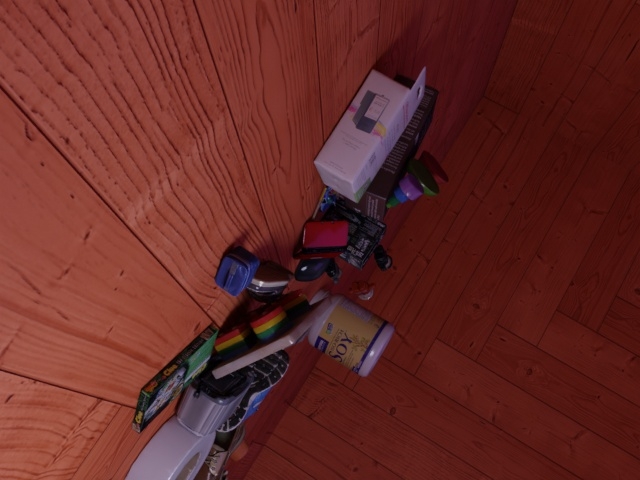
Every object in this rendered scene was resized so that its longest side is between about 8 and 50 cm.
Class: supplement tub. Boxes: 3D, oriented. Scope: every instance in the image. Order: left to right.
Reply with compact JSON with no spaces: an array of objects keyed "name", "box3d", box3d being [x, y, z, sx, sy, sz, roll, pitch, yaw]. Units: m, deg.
[{"name":"supplement tub","box3d":[0.098,0.357,2.733,0.241,0.331,0.241,-56,168,-18]}]

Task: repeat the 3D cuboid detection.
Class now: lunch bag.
[{"name":"lunch bag","box3d":[-0.182,0.070,1.476,0.065,0.067,0.098,-42,161,-55]}]

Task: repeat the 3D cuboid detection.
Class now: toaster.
[{"name":"toaster","box3d":[-0.273,0.396,1.757,0.146,0.129,0.227,-62,170,24]}]

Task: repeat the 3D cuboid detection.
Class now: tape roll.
[{"name":"tape roll","box3d":[-0.393,0.586,1.788,0.286,0.100,0.286,-56,168,-19]}]

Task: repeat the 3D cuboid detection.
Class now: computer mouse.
[{"name":"computer mouse","box3d":[0.014,0.035,2.220,0.272,0.072,0.188,-53,168,-31]}]

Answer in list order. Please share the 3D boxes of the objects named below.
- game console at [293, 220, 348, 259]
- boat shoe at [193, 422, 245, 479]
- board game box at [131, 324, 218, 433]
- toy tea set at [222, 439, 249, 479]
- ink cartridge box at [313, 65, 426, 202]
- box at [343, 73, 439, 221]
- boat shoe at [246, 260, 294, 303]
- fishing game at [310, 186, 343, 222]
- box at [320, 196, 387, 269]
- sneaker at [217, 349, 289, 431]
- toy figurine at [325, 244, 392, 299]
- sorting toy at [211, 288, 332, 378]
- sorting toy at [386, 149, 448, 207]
[{"name":"game console","box3d":[0.000,0.000,2.010,0.124,0.144,0.085,148,-64,-62]},{"name":"boat shoe","box3d":[-0.351,0.688,2.222,0.120,0.122,0.324,97,17,-51]},{"name":"board game box","box3d":[-0.325,0.310,1.566,0.259,0.030,0.136,-44,159,-53]},{"name":"toy tea set","box3d":[-0.382,0.757,2.332,0.200,0.124,0.336,-31,-167,38]},{"name":"ink cartridge box","box3d":[0.134,-0.294,1.787,0.354,0.119,0.207,-57,168,-6]},{"name":"box","box3d":[0.204,-0.268,2.021,0.382,0.143,0.191,-62,170,-15]},{"name":"boat shoe","box3d":[-0.134,0.111,1.711,0.285,0.102,0.092,-16,131,-82]},{"name":"fishing game","box3d":[0.060,-0.158,2.021,0.264,0.041,0.189,-44,164,-54]},{"name":"box","box3d":[0.090,-0.022,2.124,0.147,0.180,0.077,-56,168,-20]},{"name":"sneaker","box3d":[-0.228,0.468,2.193,0.330,0.129,0.147,-46,170,-22]},{"name":"toy figurine","box3d":[0.138,0.091,2.540,0.213,0.209,0.148,-59,157,-5]},{"name":"sorting toy","box3d":[-0.134,0.215,1.746,0.255,0.089,0.257,-28,-176,27]},{"name":"sorting toy","box3d":[0.264,-0.158,2.003,0.126,0.127,0.365,-38,180,26]}]
